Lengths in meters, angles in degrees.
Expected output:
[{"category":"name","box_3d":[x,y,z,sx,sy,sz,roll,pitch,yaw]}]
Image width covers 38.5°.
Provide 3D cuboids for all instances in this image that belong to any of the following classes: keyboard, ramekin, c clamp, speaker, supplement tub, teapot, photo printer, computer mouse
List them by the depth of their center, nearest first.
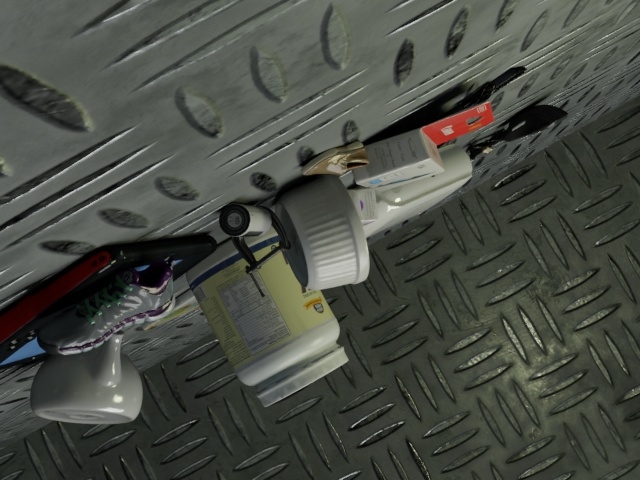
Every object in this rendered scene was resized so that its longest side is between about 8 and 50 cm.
[{"category":"speaker","box_3d":[-0.125,-0.034,1.541,0.055,0.055,0.136,-30,175,10]},{"category":"ramekin","box_3d":[-0.003,-0.009,1.644,0.109,0.207,0.207,-18,171,-14]},{"category":"c clamp","box_3d":[-0.103,0.013,1.658,0.022,0.137,0.160,-31,172,-43]},{"category":"keyboard","box_3d":[0.300,-0.258,1.721,0.192,0.038,0.100,-34,172,37]},{"category":"supplement tub","box_3d":[-0.106,0.152,1.886,0.235,0.325,0.235,-29,174,-3]},{"category":"teapot","box_3d":[-0.502,0.292,1.988,0.256,0.187,0.252,-4,159,13]},{"category":"photo printer","box_3d":[0.166,-0.098,2.101,0.307,0.107,0.256,-24,172,-35]},{"category":"computer mouse","box_3d":[0.482,-0.279,2.312,0.184,0.060,0.262,-30,-173,-32]}]

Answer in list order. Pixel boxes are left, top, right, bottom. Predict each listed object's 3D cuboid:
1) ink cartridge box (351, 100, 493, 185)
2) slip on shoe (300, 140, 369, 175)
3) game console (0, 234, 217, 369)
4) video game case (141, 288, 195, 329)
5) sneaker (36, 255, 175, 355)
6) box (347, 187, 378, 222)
[{"category":"ink cartridge box","box_3d":[0.203,-0.166,1.698,0.261,0.066,0.296,-19,177,12]},{"category":"slip on shoe","box_3d":[0.027,-0.127,1.517,0.135,0.041,0.051,-24,172,-43]},{"category":"game console","box_3d":[-0.372,0.101,1.508,0.342,0.060,0.386,-30,174,17]},{"category":"video game case","box_3d":[-0.316,0.147,2.324,0.206,0.026,0.227,-33,174,32]},{"category":"sneaker","box_3d":[-0.311,0.086,1.334,0.223,0.083,0.098,-24,138,-40]},{"category":"box","box_3d":[0.031,-0.047,1.826,0.063,0.067,0.324,-5,176,-17]}]
